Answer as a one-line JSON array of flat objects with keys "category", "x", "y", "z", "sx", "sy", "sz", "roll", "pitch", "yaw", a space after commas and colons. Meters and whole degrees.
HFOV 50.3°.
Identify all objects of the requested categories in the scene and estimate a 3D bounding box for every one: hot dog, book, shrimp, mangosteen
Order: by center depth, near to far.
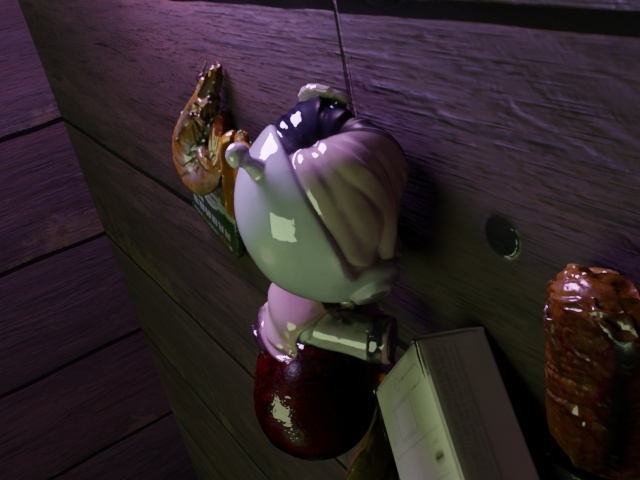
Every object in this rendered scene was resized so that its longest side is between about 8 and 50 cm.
[{"category": "hot dog", "x": 0.264, "y": 0.120, "z": 0.614, "sx": 0.160, "sy": 0.099, "sz": 0.227, "roll": 40, "pitch": 147, "yaw": 42}, {"category": "mangosteen", "x": 0.025, "y": 0.234, "z": 1.104, "sx": 0.261, "sy": 0.235, "sz": 0.236, "roll": -8, "pitch": 113, "yaw": 20}, {"category": "hot dog", "x": -0.139, "y": -0.111, "z": 1.224, "sx": 0.092, "sy": 0.062, "sz": 0.236, "roll": 51, "pitch": 155, "yaw": 28}, {"category": "shrimp", "x": -0.212, "y": -0.193, "z": 1.252, "sx": 0.152, "sy": 0.062, "sz": 0.287, "roll": 58, "pitch": 143, "yaw": 22}, {"category": "book", "x": -0.223, "y": -0.114, "z": 1.425, "sx": 0.202, "sy": 0.027, "sz": 0.264, "roll": 46, "pitch": 149, "yaw": 33}]

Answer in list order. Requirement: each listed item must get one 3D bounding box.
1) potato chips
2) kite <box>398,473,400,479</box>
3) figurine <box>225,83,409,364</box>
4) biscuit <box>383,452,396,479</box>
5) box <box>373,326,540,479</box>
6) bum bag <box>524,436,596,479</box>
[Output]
[{"category": "potato chips", "x": 0.078, "y": 0.391, "z": 1.166, "sx": 0.061, "sy": 0.195, "sz": 0.208, "roll": 23, "pitch": 106, "yaw": 7}, {"category": "kite", "x": 0.157, "y": 0.435, "z": 1.033, "sx": 0.268, "sy": 0.013, "sz": 0.323, "roll": -63, "pitch": 18, "yaw": 12}, {"category": "figurine", "x": 0.006, "y": 0.006, "z": 0.875, "sx": 0.253, "sy": 0.211, "sz": 0.361, "roll": 45, "pitch": 151, "yaw": 34}, {"category": "biscuit", "x": 0.102, "y": 0.458, "z": 1.189, "sx": 0.250, "sy": 0.035, "sz": 0.163, "roll": -49, "pitch": -26, "yaw": -80}, {"category": "box", "x": 0.165, "y": 0.262, "z": 0.853, "sx": 0.203, "sy": 0.106, "sz": 0.252, "roll": 111, "pitch": 149, "yaw": -57}, {"category": "bum bag", "x": 0.312, "y": 0.306, "z": 0.743, "sx": 0.248, "sy": 0.059, "sz": 0.123, "roll": 20, "pitch": 125, "yaw": 55}]
